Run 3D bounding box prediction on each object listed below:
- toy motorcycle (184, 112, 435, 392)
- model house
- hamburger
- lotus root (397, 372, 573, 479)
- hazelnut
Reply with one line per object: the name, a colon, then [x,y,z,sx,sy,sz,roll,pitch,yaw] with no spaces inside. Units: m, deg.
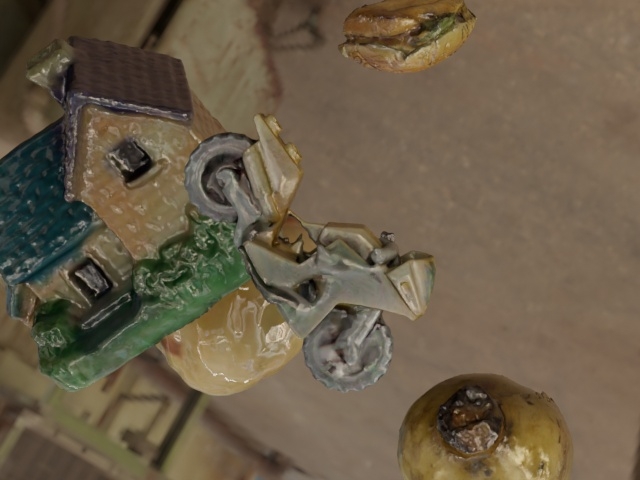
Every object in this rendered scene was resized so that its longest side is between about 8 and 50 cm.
toy motorcycle: [0.000,0.000,1.158,0.229,0.130,0.094,55,-169,-2]
model house: [-0.242,-0.052,1.564,0.280,0.312,0.245,52,-170,-24]
hamburger: [0.117,-0.233,1.737,0.102,0.176,0.087,32,132,48]
lotus root: [0.157,0.200,1.413,0.146,0.160,0.284,62,-178,23]
hazelnut: [-0.102,0.070,1.882,0.261,0.261,0.241,27,150,3]
